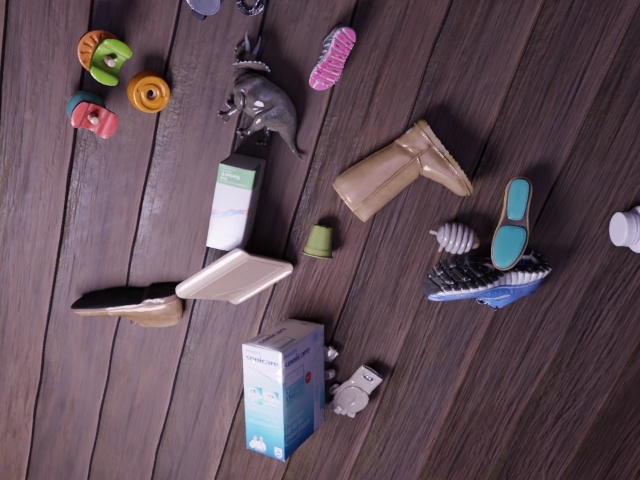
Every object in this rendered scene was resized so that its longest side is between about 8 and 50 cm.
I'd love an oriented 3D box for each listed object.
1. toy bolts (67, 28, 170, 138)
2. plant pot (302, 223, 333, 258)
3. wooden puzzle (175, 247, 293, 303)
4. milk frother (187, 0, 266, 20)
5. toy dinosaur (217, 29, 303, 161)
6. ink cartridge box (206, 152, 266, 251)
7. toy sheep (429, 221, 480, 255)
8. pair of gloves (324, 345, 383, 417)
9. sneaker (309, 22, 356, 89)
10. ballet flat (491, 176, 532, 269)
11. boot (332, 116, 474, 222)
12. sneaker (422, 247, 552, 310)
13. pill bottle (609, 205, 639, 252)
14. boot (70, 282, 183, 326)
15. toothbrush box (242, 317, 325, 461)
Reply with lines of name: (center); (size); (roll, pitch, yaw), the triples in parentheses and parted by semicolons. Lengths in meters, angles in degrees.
toy bolts: (-0.506, -0.364, 1.247); (0.218, 0.158, 0.228); (26, 102, -48)
plant pot: (0.000, 0.000, 1.345); (0.083, 0.083, 0.079); (11, 98, 0)
wooden puzzle: (-0.215, 0.091, 1.324); (0.221, 0.239, 0.044); (-31, 65, 19)
milk frother: (-0.204, -0.540, 1.137); (0.143, 0.134, 0.129); (19, 147, 2)
toy dinosaur: (-0.134, -0.314, 1.221); (0.160, 0.121, 0.313); (-34, 100, 27)
ink cartridge box: (-0.207, -0.095, 1.280); (0.093, 0.154, 0.212); (12, 109, 0)
toy sheep: (0.340, -0.006, 1.314); (0.132, 0.091, 0.091); (10, 109, 0)
pair of gloves: (0.035, 0.400, 1.491); (0.240, 0.042, 0.204); (27, 114, 1)
sneaker: (0.027, -0.430, 1.205); (0.063, 0.074, 0.170); (17, 133, -20)
ballet flat: (0.475, -0.038, 1.271); (0.080, 0.073, 0.232); (15, 91, 21)
boot: (0.205, -0.136, 1.282); (0.269, 0.089, 0.236); (-38, 92, 14)
sneaker: (0.416, 0.121, 1.309); (0.330, 0.129, 0.147); (-5, 127, -10)
pill bottle: (0.831, -0.027, 1.257); (0.215, 0.117, 0.117); (1, 109, 3)
boot: (-0.531, 0.195, 1.432); (0.305, 0.112, 0.115); (-4, 119, 3)
toothbrush box: (-0.091, 0.382, 1.372); (0.126, 0.216, 0.295); (5, 102, 29)
